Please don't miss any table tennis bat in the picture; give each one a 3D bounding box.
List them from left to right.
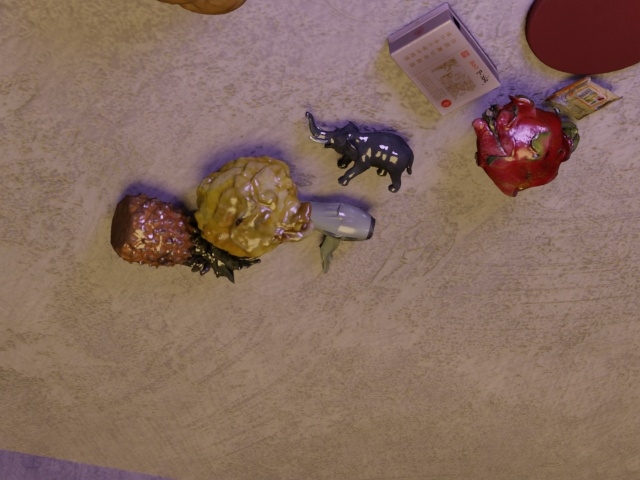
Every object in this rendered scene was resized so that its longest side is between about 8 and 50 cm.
[{"bbox_3d":[0.588,-0.429,1.728,0.414,0.051,0.268,-13,140,14],"label":"table tennis bat"}]

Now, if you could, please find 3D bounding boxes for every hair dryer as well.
[{"bbox_3d":[-0.025,-0.020,2.168,0.229,0.092,0.267,24,143,-18],"label":"hair dryer"}]

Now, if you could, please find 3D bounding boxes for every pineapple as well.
[{"bbox_3d":[-0.300,0.003,2.121,0.340,0.169,0.169,16,137,-29],"label":"pineapple"}]

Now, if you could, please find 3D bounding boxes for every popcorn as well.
[{"bbox_3d":[-0.144,-0.058,1.988,0.266,0.192,0.233,12,121,10],"label":"popcorn"}]

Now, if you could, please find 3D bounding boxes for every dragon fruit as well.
[{"bbox_3d":[0.419,-0.213,1.890,0.198,0.269,0.200,-2,119,50],"label":"dragon fruit"}]

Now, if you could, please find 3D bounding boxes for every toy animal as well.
[{"bbox_3d":[0.073,-0.184,1.964,0.269,0.082,0.137,15,134,-15],"label":"toy animal"}]

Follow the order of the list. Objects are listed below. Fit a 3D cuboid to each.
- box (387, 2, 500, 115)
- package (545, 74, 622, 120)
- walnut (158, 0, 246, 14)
[{"bbox_3d":[0.239,-0.345,1.798,0.141,0.058,0.201,-28,133,26],"label":"box"},{"bbox_3d":[0.533,-0.288,1.890,0.120,0.031,0.108,22,149,-34],"label":"package"},{"bbox_3d":[-0.169,-0.497,1.426,0.332,0.333,0.333,-2,140,-1],"label":"walnut"}]
